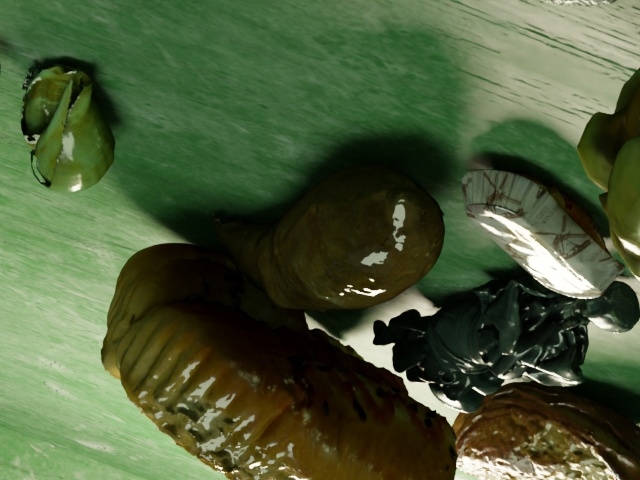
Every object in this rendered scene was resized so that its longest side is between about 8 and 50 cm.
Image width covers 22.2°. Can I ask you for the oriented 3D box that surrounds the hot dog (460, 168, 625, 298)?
[{"bbox_3d":[0.193,-0.009,1.427,0.099,0.053,0.192,-6,145,47],"label":"hot dog"}]

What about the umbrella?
[{"bbox_3d":[0.189,0.100,1.652,0.143,0.094,0.349,25,157,-26],"label":"umbrella"}]

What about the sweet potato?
[{"bbox_3d":[0.002,0.004,1.545,0.130,0.130,0.423,27,166,-19],"label":"sweet potato"}]

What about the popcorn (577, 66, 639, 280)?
[{"bbox_3d":[0.296,-0.046,1.062,0.255,0.195,0.256,16,162,-20],"label":"popcorn"}]

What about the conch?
[{"bbox_3d":[-0.242,-0.101,1.552,0.095,0.079,0.200,26,145,19],"label":"conch"}]

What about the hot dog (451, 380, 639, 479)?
[{"bbox_3d":[0.275,0.233,1.888,0.259,0.114,0.175,7,161,35],"label":"hot dog"}]

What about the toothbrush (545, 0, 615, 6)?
[{"bbox_3d":[0.066,-0.180,1.135,0.307,0.029,0.025,6,163,32],"label":"toothbrush"}]

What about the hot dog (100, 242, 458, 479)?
[{"bbox_3d":[-0.060,0.150,1.766,0.365,0.196,0.367,28,-173,-32],"label":"hot dog"}]
